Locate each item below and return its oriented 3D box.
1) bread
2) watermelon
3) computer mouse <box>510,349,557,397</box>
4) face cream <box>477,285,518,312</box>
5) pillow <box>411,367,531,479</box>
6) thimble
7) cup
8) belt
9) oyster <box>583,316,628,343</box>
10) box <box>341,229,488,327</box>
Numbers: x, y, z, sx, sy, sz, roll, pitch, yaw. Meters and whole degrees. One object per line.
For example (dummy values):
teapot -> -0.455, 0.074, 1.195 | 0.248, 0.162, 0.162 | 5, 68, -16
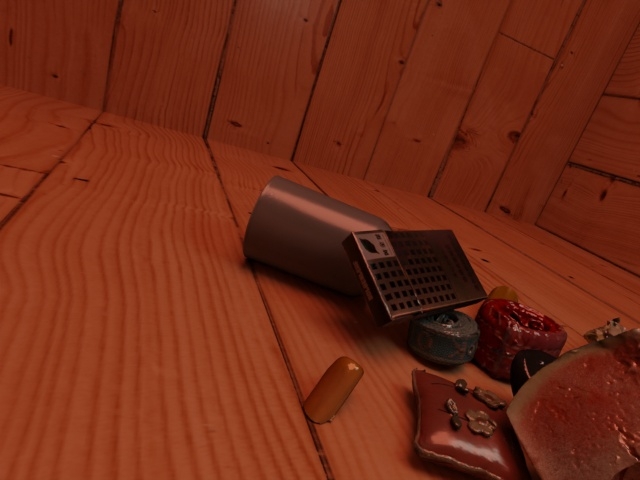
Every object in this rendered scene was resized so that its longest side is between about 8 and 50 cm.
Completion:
bread -> 0.018, 0.219, 0.616 | 0.049, 0.103, 0.062 | 36, -21, 15
watermelon -> 0.413, 0.234, 0.517 | 0.223, 0.305, 0.180 | 62, 14, 9
computer mouse -> 0.408, 0.303, 0.678 | 0.138, 0.086, 0.269 | -11, 48, -34
face cream -> 0.497, 0.171, 1.161 | 0.078, 0.078, 0.273 | 28, 20, 24
pillow -> 0.215, 0.267, 0.614 | 0.172, 0.075, 0.179 | 21, 20, 4
thimble -> 0.411, 0.209, 0.897 | 0.190, 0.124, 0.163 | 8, 20, -31
cup -> 0.000, 0.000, 0.974 | 0.313, 0.205, 0.205 | 23, 19, 5
belt -> 0.248, 0.191, 0.857 | 0.163, 0.082, 0.148 | -2, 17, -40
oyster -> 0.803, 0.306, 1.076 | 0.355, 0.107, 0.201 | 29, 37, -9
box -> 0.203, 0.064, 0.863 | 0.325, 0.047, 0.180 | -2, 61, -40
